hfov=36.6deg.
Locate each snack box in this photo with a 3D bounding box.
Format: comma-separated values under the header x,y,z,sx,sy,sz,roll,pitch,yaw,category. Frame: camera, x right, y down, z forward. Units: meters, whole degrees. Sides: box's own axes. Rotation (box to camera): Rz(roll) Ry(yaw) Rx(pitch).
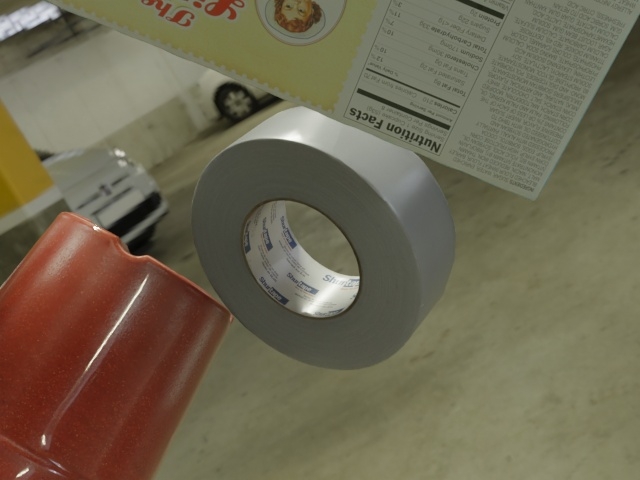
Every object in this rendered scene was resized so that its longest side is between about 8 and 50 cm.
x,y,z,sx,sy,sz,roll,pitch,yaw,category
-0.007,-0.163,0.442,0.060,0.322,0.187,-72,5,-59,snack box

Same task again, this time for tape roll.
x,y,z,sx,sy,sz,roll,pitch,yaw,category
0.000,0.000,0.815,0.219,0.219,0.072,-19,17,40,tape roll

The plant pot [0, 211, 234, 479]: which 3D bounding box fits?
x,y,z,sx,sy,sz,roll,pitch,yaw,category
-0.236,0.133,0.934,0.265,0.272,0.272,-59,20,-11,plant pot
